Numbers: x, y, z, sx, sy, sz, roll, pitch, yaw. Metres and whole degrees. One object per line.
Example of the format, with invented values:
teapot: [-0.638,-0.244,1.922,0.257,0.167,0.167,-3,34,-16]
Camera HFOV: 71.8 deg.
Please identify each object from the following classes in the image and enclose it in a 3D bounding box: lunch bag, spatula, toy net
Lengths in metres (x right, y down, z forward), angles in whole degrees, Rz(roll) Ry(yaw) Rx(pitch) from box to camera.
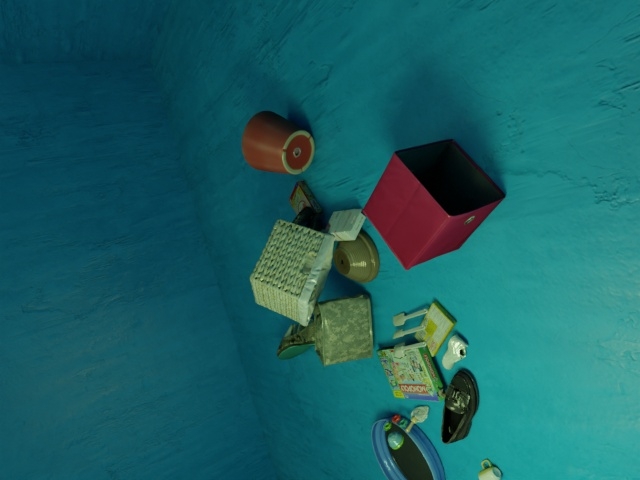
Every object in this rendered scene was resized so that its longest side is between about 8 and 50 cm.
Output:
lunch bag: [0.096,0.368,1.915,0.169,0.235,0.287,-133,40,-66]
spatula: [0.339,0.350,1.680,0.242,0.019,0.168,140,142,-60]
toy net: [0.361,0.749,1.815,0.045,0.232,0.122,45,-166,-13]

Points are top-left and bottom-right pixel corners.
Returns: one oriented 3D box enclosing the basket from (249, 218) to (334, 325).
basket: [-0.115,0.137,1.891,0.266,0.329,0.331,20,154,7]

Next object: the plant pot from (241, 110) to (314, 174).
plant pot: [-0.176,-0.420,1.972,0.243,0.274,0.275,27,127,38]

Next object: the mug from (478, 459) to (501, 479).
mug: [0.595,0.820,1.552,0.078,0.062,0.064,47,132,25]

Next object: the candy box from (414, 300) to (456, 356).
candy box: [0.416,0.326,1.615,0.105,0.027,0.206,48,141,32]

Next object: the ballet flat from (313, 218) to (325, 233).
ballet flat: [0.000,0.000,2.073,0.074,0.074,0.203,34,125,45]

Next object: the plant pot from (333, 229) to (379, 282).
plant pot: [0.131,0.076,1.859,0.237,0.109,0.238,33,132,46]

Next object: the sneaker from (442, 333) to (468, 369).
sneaker: [0.470,0.403,1.546,0.061,0.053,0.152,36,133,40]

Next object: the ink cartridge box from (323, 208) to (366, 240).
ink cartridge box: [0.108,-0.062,1.812,0.067,0.115,0.198,35,162,-26]

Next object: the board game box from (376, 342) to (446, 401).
board game box: [0.354,0.525,1.766,0.317,0.046,0.214,-37,73,62]

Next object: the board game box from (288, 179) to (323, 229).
board game box: [-0.072,-0.166,2.114,0.194,0.045,0.147,58,146,22]

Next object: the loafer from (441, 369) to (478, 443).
loafer: [0.488,0.606,1.575,0.109,0.095,0.303,29,128,48]

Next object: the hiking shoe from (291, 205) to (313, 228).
hiking shoe: [-0.084,-0.034,2.086,0.132,0.113,0.304,31,132,0]

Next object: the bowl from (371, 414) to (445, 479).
bowl: [0.378,0.954,1.933,0.391,0.077,0.392,30,129,47]

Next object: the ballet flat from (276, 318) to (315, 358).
ballet flat: [-0.097,0.522,2.417,0.482,0.163,0.182,-37,52,51]

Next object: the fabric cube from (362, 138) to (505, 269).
fabric cube: [0.328,-0.109,1.327,0.259,0.254,0.258,56,144,24]
